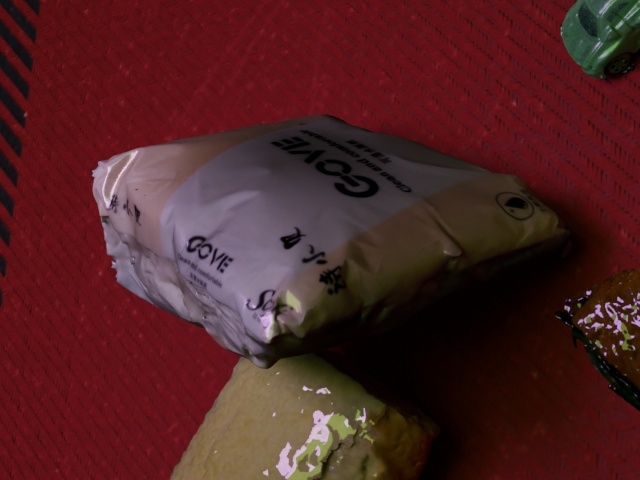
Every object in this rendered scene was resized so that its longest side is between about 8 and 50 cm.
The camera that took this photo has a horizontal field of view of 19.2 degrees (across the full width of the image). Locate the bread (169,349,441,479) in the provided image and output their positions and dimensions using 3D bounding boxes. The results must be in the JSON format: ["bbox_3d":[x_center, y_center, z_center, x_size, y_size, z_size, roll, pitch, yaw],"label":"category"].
[{"bbox_3d":[-0.051,0.294,1.920,0.236,0.165,0.375,37,98,47],"label":"bread"}]

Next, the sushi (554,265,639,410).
[{"bbox_3d":[0.343,0.123,1.685,0.287,0.149,0.140,44,122,16],"label":"sushi"}]

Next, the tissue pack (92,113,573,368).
[{"bbox_3d":[0.000,0.000,1.893,0.375,0.390,0.195,24,122,46],"label":"tissue pack"}]

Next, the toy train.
[{"bbox_3d":[0.303,-0.238,1.903,0.149,0.081,0.099,-41,51,19],"label":"toy train"}]
